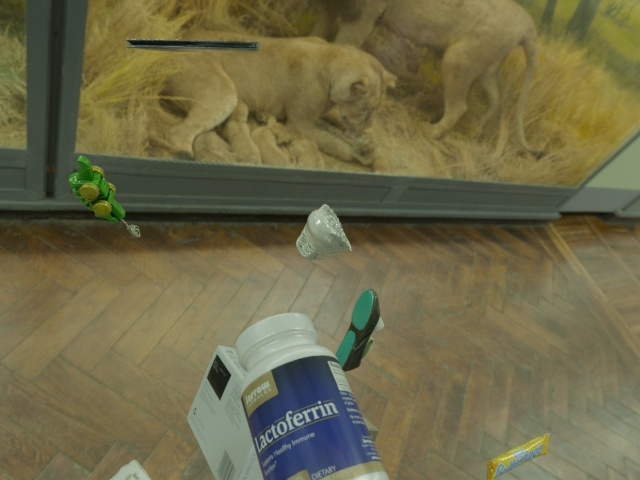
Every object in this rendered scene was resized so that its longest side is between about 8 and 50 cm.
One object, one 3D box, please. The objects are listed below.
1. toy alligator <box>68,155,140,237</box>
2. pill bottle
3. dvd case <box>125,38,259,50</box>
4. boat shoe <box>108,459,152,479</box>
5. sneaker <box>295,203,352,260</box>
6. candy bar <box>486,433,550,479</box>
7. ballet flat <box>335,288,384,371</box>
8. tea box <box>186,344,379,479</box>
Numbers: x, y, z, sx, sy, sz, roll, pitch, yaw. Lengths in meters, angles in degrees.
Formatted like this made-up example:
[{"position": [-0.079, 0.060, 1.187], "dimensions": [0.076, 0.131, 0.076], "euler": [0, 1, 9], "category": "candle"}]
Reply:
[{"position": [-0.377, -0.064, 0.837], "dimensions": [0.051, 0.190, 0.056], "euler": [-13, 48, 4], "category": "toy alligator"}, {"position": [-0.025, 0.243, 0.683], "dimensions": [0.153, 0.153, 0.265], "euler": [-1, 48, -32], "category": "pill bottle"}, {"position": [-0.224, -0.356, 0.897], "dimensions": [0.221, 0.018, 0.164], "euler": [-1, 20, -7], "category": "dvd case"}, {"position": [-0.039, 0.192, 0.251], "dimensions": [0.258, 0.095, 0.084], "euler": [16, 48, 26], "category": "boat shoe"}, {"position": [0.000, 0.000, 0.895], "dimensions": [0.095, 0.235, 0.090], "euler": [-23, 78, 3], "category": "sneaker"}, {"position": [0.321, 0.351, 0.792], "dimensions": [0.161, 0.040, 0.018], "euler": [-4, 15, -34], "category": "candy bar"}, {"position": [0.129, 0.275, 1.495], "dimensions": [0.096, 0.280, 0.095], "euler": [14, 18, -31], "category": "ballet flat"}, {"position": [-0.100, 0.445, 1.184], "dimensions": [0.323, 0.220, 0.329], "euler": [21, 4, -32], "category": "tea box"}]
